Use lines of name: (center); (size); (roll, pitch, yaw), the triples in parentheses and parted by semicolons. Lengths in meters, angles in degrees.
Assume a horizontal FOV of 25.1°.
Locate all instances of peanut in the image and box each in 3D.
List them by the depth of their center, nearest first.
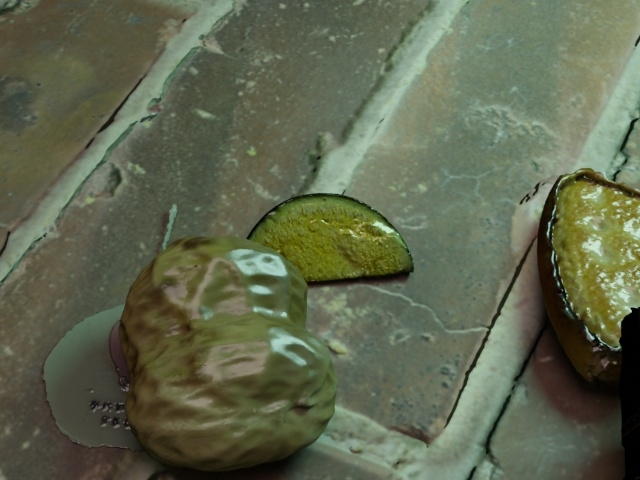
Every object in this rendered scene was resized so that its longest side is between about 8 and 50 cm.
peanut: (-0.091, 0.101, 1.332); (0.197, 0.110, 0.233); (-9, 55, -11)

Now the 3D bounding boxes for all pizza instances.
pizza: (0.337, 0.014, 1.461); (0.288, 0.074, 0.251); (-16, 51, -17)

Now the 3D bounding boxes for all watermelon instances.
watermelon: (-0.001, -0.004, 1.492); (0.181, 0.075, 0.092); (-6, 92, -6)

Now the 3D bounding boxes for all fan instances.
fan: (-0.171, 0.075, 1.426); (0.182, 0.010, 0.310); (5, 50, 1)

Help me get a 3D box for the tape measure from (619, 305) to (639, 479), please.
tape measure: (0.370, 0.142, 1.284); (0.223, 0.135, 0.202); (5, 70, -10)
